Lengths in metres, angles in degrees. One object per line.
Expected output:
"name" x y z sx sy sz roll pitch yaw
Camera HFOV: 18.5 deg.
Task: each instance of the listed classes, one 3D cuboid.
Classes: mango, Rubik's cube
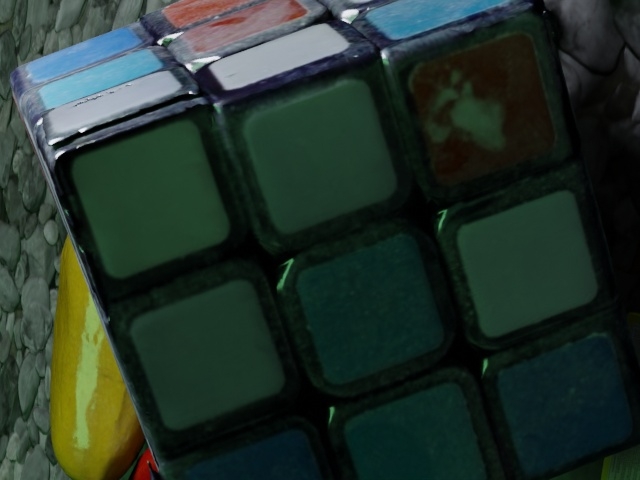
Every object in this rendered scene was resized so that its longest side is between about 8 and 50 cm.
"mango" -0.222 0.095 2.118 0.195 0.142 0.332 -168 91 -75
"Rubik's cube" 0.000 0.000 1.443 0.363 0.358 0.362 -124 13 -71

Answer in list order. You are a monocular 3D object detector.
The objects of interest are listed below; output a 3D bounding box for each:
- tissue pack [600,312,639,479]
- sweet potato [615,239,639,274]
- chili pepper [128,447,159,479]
"tissue pack" 0.263 0.147 1.431 0.095 0.062 0.176 16 98 55
"sweet potato" 0.274 -0.030 1.448 0.195 0.056 0.056 -54 44 47
"chili pepper" -0.126 0.259 2.025 0.368 0.092 0.137 -24 77 63
